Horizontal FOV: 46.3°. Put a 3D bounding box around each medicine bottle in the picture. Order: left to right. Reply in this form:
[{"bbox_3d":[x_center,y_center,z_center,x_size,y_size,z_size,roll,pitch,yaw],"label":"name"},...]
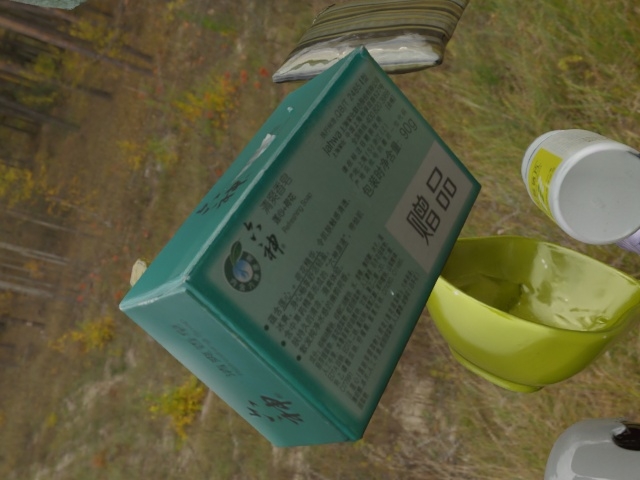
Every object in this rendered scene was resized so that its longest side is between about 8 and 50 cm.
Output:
[{"bbox_3d":[0.385,-0.091,1.110,0.258,0.143,0.143,-73,7,-74],"label":"medicine bottle"}]

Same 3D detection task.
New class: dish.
[{"bbox_3d":[0.222,0.082,0.803,0.221,0.262,0.108,31,118,40],"label":"dish"}]

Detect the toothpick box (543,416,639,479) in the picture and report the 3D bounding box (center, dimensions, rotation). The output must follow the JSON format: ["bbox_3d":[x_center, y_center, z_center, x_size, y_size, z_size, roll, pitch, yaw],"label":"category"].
[{"bbox_3d":[0.385,0.307,0.811,0.316,0.229,0.229,-12,62,37],"label":"toothpick box"}]

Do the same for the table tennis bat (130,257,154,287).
[{"bbox_3d":[-0.153,0.083,1.183,0.050,0.321,0.198,-22,61,43],"label":"table tennis bat"}]

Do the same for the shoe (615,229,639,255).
[{"bbox_3d":[0.658,0.022,1.403,0.095,0.245,0.137,-54,11,1],"label":"shoe"}]

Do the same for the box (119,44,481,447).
[{"bbox_3d":[0.000,0.000,0.523,0.092,0.153,0.245,-21,28,49],"label":"box"}]

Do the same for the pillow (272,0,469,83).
[{"bbox_3d":[0.069,-0.252,0.921,0.212,0.208,0.052,-62,-35,-47],"label":"pillow"}]

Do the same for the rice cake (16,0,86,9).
[{"bbox_3d":[-0.250,-0.182,0.488,0.033,0.208,0.033,-17,83,43],"label":"rice cake"}]
